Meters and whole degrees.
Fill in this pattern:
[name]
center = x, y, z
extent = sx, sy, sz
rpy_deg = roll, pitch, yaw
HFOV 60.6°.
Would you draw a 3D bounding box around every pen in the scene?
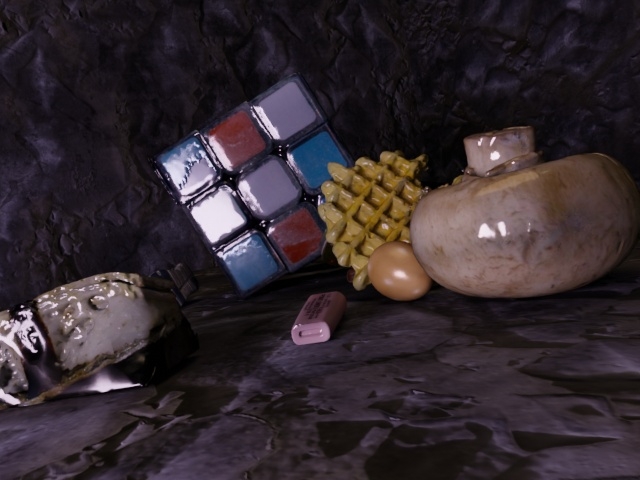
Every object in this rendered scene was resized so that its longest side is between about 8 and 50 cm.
[pen]
center = 0.003, 0.086, 0.660
extent = 0.053, 0.032, 0.197
rpy_deg = -10, 3, 7

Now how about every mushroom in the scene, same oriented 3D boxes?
[mushroom]
center = 0.233, -0.034, 0.608
extent = 0.254, 0.195, 0.189
rpy_deg = -12, 5, -7

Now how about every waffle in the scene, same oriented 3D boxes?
[waffle]
center = 0.122, -0.038, 0.860
extent = 0.250, 0.261, 0.056
rpy_deg = -6, -28, -5

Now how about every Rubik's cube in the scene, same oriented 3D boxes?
[Rubik's cube]
center = -0.096, -0.115, 1.216
extent = 0.359, 0.363, 0.362
rpy_deg = -34, 2, 1

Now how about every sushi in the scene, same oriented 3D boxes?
[sushi]
center = -0.279, 0.100, 0.562
extent = 0.273, 0.109, 0.134
rpy_deg = -11, 1, 5

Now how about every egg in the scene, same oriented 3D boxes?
[egg]
center = 0.110, 0.042, 0.729
extent = 0.080, 0.080, 0.096
rpy_deg = -12, 20, -41

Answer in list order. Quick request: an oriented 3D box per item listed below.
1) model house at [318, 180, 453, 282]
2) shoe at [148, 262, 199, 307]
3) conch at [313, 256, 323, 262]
[model house]
center = 0.168, 0.013, 1.007
extent = 0.294, 0.154, 0.207
rpy_deg = -2, -46, -30
[shoe]
center = -0.341, 0.114, 1.183
extent = 0.106, 0.091, 0.207
rpy_deg = -32, 3, 9
[conch]
center = -0.001, -0.017, 1.597
extent = 0.352, 0.209, 0.297
rpy_deg = -14, 18, -37
